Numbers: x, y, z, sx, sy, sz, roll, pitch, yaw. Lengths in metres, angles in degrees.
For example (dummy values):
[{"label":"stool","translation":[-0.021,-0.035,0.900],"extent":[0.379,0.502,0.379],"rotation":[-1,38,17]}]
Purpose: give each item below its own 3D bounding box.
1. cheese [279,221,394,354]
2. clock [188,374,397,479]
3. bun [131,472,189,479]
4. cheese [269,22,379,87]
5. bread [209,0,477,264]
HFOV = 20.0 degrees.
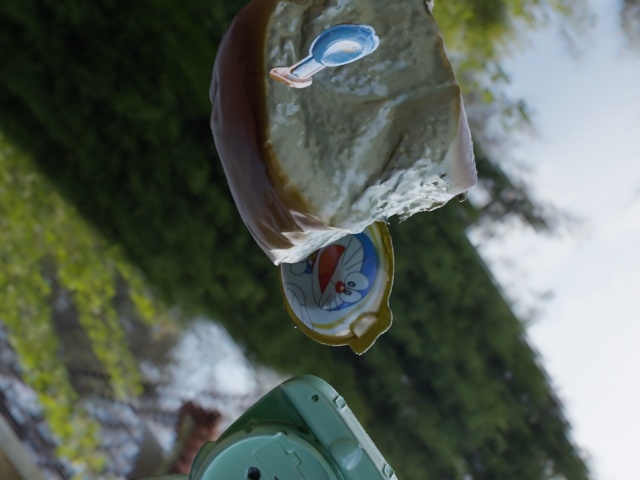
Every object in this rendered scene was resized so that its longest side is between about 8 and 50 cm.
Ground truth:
[{"label":"cheese","translation":[0.000,0.000,1.965],"extent":[0.069,0.270,0.177],"rotation":[2,140,-45]},{"label":"clock","translation":[-0.044,0.230,1.571],"extent":[0.211,0.159,0.066],"rotation":[-38,176,7]},{"label":"bun","translation":[-0.202,0.395,2.019],"extent":[0.293,0.187,0.293],"rotation":[-26,158,-11]},{"label":"cheese","translation":[0.004,-0.147,1.441],"extent":[0.111,0.047,0.017],"rotation":[-27,-132,43]},{"label":"bread","translation":[0.008,-0.111,1.746],"extent":[0.225,0.250,0.279],"rotation":[-11,170,-12]}]
